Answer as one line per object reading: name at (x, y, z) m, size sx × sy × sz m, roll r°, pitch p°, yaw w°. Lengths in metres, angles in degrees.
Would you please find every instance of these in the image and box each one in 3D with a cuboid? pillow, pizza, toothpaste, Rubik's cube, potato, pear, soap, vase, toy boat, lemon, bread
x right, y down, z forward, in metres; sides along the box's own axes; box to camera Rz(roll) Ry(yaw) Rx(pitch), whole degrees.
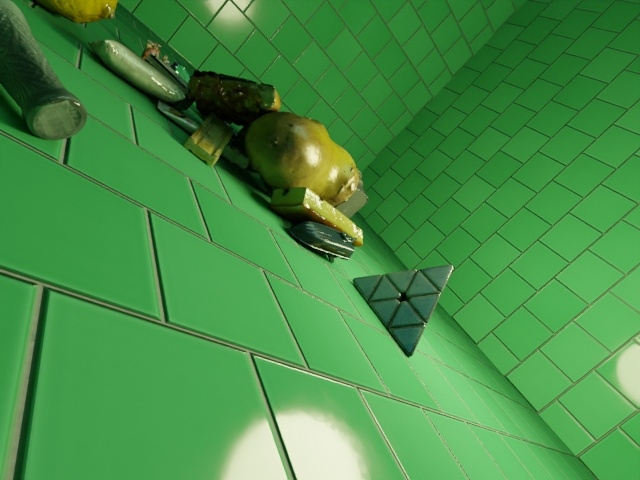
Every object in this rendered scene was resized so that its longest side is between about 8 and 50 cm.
pillow at (-0.371, -0.448, 1.615) m, size 0.255 × 0.034 × 0.189 m, roll 46°, pitch -2°, yaw 2°
pizza at (-0.284, -0.445, 1.294) m, size 0.409 × 0.113 × 0.278 m, roll 8°, pitch -1°, yaw 42°
toothpaste at (-0.355, -0.320, 1.238) m, size 0.315 × 0.055 × 0.058 m, roll 33°, pitch -25°, yaw -34°
Rubik's cube at (0.269, 0.207, 1.245) m, size 0.234 × 0.228 × 0.228 m, roll -7°, pitch 86°, yaw -30°
pillow at (-0.520, -0.477, 1.142) m, size 0.144 × 0.078 × 0.254 m, roll 31°, pitch 1°, yaw 39°
potato at (-0.056, -0.234, 1.261) m, size 0.397 × 0.289 × 0.296 m, roll 40°, pitch 4°, yaw -9°
pear at (-0.209, -0.337, 1.466) m, size 0.198 × 0.198 × 0.198 m, roll 42°, pitch 11°, yaw -10°
soap at (-0.314, -0.299, 1.167) m, size 0.092 × 0.037 × 0.251 m, roll 38°, pitch 25°, yaw -21°
vase at (-0.420, -0.240, 0.568) m, size 0.219 × 0.096 × 0.096 m, roll 49°, pitch 11°, yaw 13°
toy boat at (0.000, 0.000, 1.233) m, size 0.246 × 0.103 × 0.092 m, roll 19°, pitch 34°, yaw -40°
lemon at (-0.671, -0.723, 1.067) m, size 0.310 × 0.253 × 0.253 m, roll 42°, pitch 11°, yaw -14°
bread at (0.000, -0.067, 1.327) m, size 0.139 × 0.077 × 0.361 m, roll -1°, pitch -20°, yaw 36°

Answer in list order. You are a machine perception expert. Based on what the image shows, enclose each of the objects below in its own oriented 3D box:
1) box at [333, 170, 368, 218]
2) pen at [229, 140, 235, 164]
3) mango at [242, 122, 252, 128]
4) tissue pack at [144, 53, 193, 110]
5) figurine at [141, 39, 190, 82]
box at (0.071, -0.169, 1.653) m, size 0.138 × 0.274 × 0.178 m, roll 33°, pitch 22°, yaw -41°
pen at (-0.326, -0.336, 1.433) m, size 0.033 × 0.033 × 0.269 m, roll 35°, pitch 14°, yaw -41°
mango at (-0.227, -0.445, 1.891) m, size 0.330 × 0.176 × 0.176 m, roll 32°, pitch 61°, yaw -49°
tissue pack at (-0.499, -0.514, 1.321) m, size 0.170 × 0.090 × 0.103 m, roll 45°, pitch 11°, yaw -5°
figurine at (-0.584, -0.651, 1.525) m, size 0.195 × 0.102 × 0.111 m, roll 41°, pitch 23°, yaw -2°
